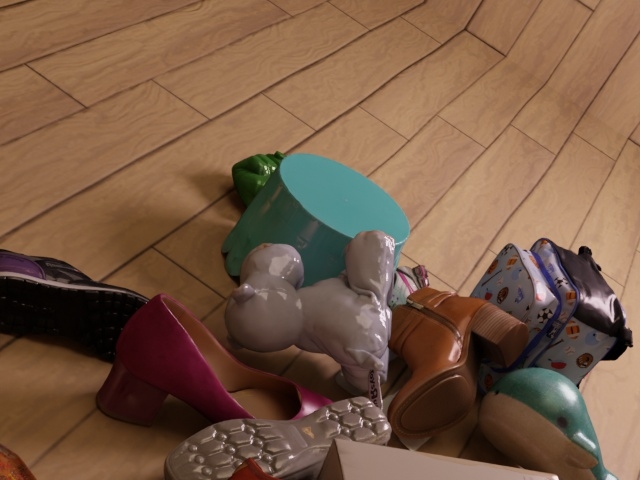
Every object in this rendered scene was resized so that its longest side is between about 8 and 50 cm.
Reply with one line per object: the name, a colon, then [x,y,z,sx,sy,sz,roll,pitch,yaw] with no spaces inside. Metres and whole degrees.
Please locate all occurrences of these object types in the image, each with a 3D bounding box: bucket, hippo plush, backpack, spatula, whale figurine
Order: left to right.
hippo plush: [-0.017,0.124,1.874,0.237,0.234,0.294,4,49,5]
bucket: [0.000,0.000,2.089,0.281,0.183,0.281,25,27,-14]
spatula: [0.131,0.232,2.018,0.168,0.019,0.242,38,28,14]
backpack: [0.353,0.152,2.119,0.213,0.263,0.276,19,25,-12]
whale figurine: [0.371,0.301,1.972,0.272,0.141,0.216,41,-15,-14]

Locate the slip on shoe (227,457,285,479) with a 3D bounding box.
slip on shoe: [0.031,0.324,1.430,0.331,0.101,0.123,14,-22,23]

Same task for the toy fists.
toy fists: [-0.032,-0.087,2.303,0.279,0.096,0.142,9,34,-35]

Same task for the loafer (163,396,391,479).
loafer: [-0.054,0.284,1.643,0.320,0.111,0.112,-6,43,-31]

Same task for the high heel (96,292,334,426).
high heel: [-0.094,0.179,1.692,0.377,0.181,0.127,11,33,-35]

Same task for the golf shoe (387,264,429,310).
golf shoe: [0.153,0.116,2.202,0.086,0.067,0.186,-5,37,-6]

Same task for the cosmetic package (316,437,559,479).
cosmetic package: [0.144,0.360,1.608,0.310,0.160,0.113,13,30,-15]

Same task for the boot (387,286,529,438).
boot: [0.155,0.176,1.988,0.283,0.109,0.220,-42,38,-22]

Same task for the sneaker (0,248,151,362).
sneaker: [-0.322,0.072,1.728,0.283,0.107,0.124,19,23,-23]

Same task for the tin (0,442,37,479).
tin: [-0.349,0.292,1.399,0.189,0.040,0.106,46,26,26]
